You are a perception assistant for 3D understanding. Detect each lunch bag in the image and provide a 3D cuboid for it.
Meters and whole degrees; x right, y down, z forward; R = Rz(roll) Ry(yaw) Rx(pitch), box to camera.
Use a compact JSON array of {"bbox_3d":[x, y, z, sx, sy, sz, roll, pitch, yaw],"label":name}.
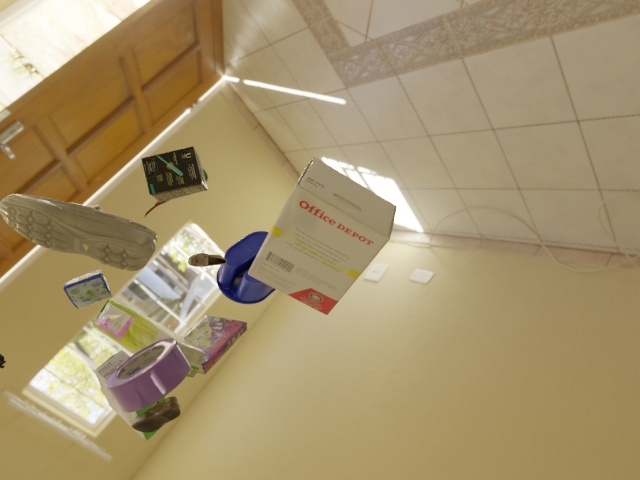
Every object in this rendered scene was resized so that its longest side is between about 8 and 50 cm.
[{"bbox_3d":[-0.822,0.166,1.617,0.096,0.129,0.151,62,158,13],"label":"lunch bag"}]

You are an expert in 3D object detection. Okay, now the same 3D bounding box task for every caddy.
[{"bbox_3d":[-0.276,0.119,1.928,0.241,0.341,0.179,37,135,15],"label":"caddy"}]

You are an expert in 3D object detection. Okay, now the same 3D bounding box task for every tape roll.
[{"bbox_3d":[-0.426,0.331,1.142,0.189,0.189,0.080,-1,119,58],"label":"tape roll"}]

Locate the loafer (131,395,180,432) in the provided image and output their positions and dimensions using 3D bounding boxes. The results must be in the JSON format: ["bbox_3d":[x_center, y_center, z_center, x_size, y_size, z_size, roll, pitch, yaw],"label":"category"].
[{"bbox_3d":[-0.410,0.438,1.154,0.056,0.148,0.050,56,-164,-32],"label":"loafer"}]

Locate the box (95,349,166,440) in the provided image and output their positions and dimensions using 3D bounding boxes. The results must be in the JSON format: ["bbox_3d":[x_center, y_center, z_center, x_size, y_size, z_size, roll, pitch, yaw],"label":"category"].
[{"bbox_3d":[-0.705,0.586,1.726,0.231,0.127,0.262,28,136,25],"label":"box"}]

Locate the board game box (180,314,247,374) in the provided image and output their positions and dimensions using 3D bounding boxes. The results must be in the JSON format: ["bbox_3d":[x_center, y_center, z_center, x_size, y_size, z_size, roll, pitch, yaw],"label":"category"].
[{"bbox_3d":[-0.467,0.411,1.860,0.208,0.347,0.056,10,110,15],"label":"board game box"}]

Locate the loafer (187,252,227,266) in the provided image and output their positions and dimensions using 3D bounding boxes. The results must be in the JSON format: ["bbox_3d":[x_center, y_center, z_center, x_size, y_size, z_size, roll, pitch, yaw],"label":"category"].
[{"bbox_3d":[-0.356,0.063,1.452,0.125,0.045,0.039,0,-174,-44],"label":"loafer"}]

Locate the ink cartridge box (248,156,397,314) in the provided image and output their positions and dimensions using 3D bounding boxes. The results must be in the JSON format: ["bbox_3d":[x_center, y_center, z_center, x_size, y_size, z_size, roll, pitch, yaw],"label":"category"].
[{"bbox_3d":[0.000,0.000,1.310,0.279,0.160,0.385,29,132,-6],"label":"ink cartridge box"}]

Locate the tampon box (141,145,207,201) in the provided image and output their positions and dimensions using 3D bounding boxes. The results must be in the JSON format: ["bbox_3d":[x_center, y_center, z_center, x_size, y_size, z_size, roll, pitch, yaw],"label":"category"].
[{"bbox_3d":[-0.449,-0.203,1.422,0.101,0.161,0.120,111,144,-81],"label":"tampon box"}]

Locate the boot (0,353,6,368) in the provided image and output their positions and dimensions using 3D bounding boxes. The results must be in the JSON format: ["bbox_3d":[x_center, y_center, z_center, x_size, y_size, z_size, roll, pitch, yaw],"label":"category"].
[{"bbox_3d":[-0.872,0.300,1.154,0.045,0.099,0.121,-20,109,50],"label":"boot"}]

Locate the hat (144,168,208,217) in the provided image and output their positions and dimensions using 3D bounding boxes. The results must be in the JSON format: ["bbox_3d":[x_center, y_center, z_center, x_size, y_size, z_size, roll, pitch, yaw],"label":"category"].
[{"bbox_3d":[-0.545,-0.184,1.769,0.208,0.173,0.183,13,129,-3],"label":"hat"}]

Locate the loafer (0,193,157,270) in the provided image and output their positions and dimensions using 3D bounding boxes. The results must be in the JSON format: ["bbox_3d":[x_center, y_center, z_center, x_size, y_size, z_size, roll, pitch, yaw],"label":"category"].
[{"bbox_3d":[-0.525,-0.029,1.013,0.319,0.111,0.112,23,129,-13],"label":"loafer"}]

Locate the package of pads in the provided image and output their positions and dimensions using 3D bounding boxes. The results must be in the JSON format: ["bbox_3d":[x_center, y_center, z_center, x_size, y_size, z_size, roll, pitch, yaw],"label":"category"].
[{"bbox_3d":[-0.532,0.306,1.432,0.296,0.101,0.229,23,164,22],"label":"package of pads"}]
